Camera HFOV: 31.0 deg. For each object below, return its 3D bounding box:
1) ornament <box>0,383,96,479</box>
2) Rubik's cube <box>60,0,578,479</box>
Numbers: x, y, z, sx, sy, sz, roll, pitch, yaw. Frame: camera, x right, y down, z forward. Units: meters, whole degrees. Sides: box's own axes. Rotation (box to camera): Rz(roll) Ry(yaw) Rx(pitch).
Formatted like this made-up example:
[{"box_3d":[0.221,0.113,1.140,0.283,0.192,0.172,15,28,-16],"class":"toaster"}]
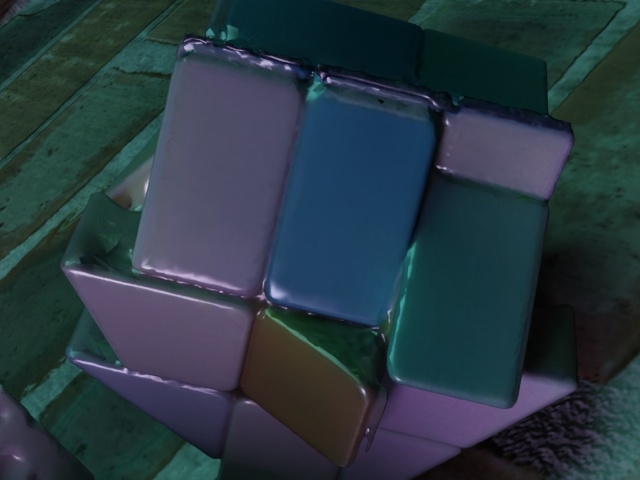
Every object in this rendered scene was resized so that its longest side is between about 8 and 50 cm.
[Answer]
[{"box_3d":[-0.316,0.264,0.940,0.239,0.239,0.240,5,49,47],"class":"ornament"},{"box_3d":[0.000,0.000,0.898,0.387,0.368,0.358,14,40,0],"class":"Rubik's cube"}]
